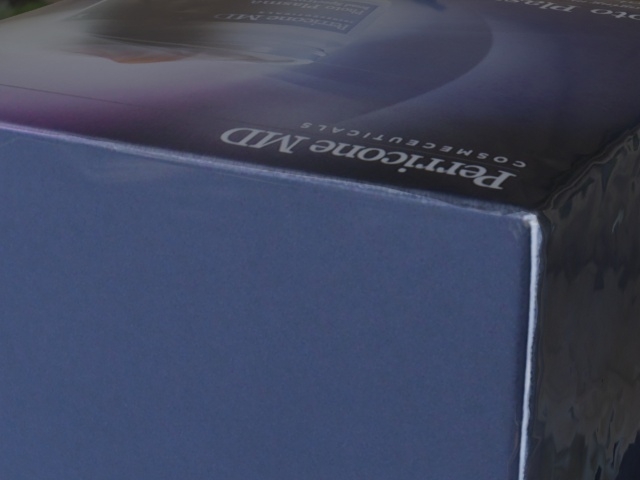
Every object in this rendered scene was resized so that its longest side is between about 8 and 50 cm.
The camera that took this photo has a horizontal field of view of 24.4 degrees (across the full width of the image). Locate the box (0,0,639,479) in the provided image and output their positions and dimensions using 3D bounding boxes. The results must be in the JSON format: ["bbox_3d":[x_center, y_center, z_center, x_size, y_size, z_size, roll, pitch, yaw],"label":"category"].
[{"bbox_3d":[0.000,0.000,0.610,0.296,0.294,0.182,10,114,26],"label":"box"}]
